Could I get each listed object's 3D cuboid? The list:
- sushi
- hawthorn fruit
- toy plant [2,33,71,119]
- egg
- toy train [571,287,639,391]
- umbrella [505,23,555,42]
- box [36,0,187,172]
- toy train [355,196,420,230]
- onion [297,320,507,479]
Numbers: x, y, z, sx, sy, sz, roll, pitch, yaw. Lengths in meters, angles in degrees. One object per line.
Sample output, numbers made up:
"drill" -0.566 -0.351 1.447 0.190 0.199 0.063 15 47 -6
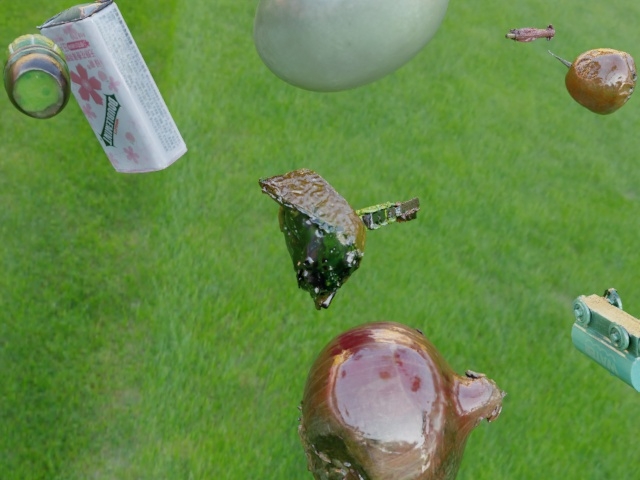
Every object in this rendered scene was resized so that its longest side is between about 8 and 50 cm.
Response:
"sushi" 0.000 -0.001 1.536 0.149 0.287 0.140 28 64 33
"hawthorn fruit" 0.599 -0.348 2.006 0.149 0.149 0.189 -15 26 -33
"toy plant" -0.395 -0.234 1.290 0.093 0.092 0.162 1 29 -19
"egg" 0.050 -0.386 1.548 0.258 0.352 0.258 40 35 -37
"toy train" 0.579 0.196 1.821 0.101 0.159 0.248 -11 21 -14
"umbrella" 0.374 -0.368 1.654 0.165 0.025 0.027 -15 79 -45
"box" -0.443 -0.325 1.974 0.190 0.369 0.112 0 36 40
"toy train" 0.135 -0.055 1.962 0.085 0.053 0.250 -4 5 30
"onion" 0.104 0.310 1.543 0.354 0.353 0.353 10 38 -8
